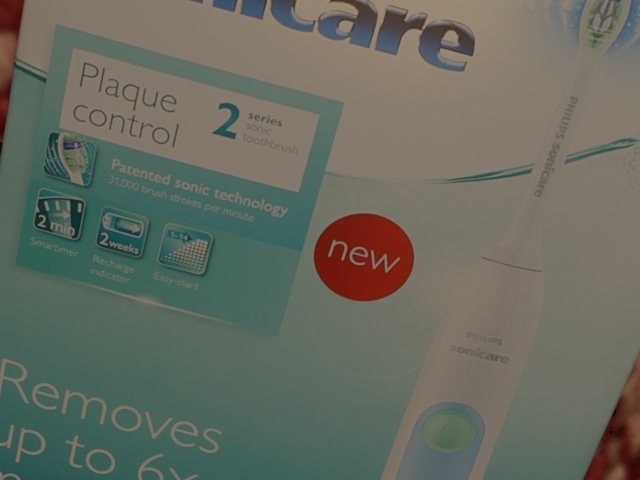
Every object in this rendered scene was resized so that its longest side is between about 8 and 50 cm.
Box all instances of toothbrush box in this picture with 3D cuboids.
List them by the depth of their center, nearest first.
[{"bbox_3d":[0.000,0.000,0.488,0.216,0.126,0.295,15,117,-4],"label":"toothbrush box"}]
